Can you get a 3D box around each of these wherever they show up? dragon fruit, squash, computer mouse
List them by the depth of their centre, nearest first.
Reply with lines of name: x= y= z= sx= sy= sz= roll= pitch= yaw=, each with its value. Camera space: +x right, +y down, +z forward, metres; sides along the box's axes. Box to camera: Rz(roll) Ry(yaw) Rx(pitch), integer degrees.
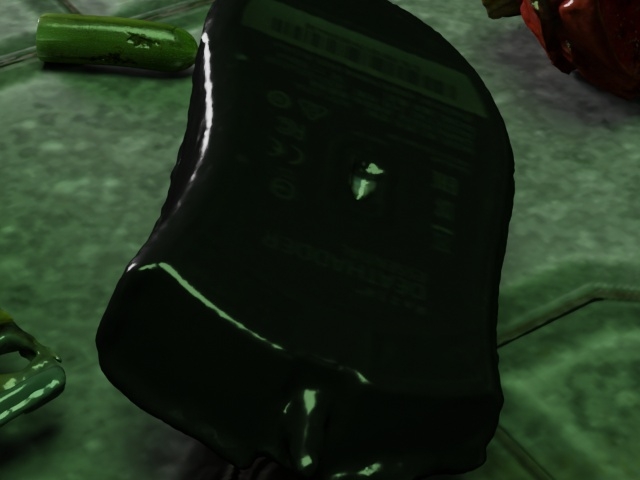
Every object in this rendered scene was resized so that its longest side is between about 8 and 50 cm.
computer mouse: x=0.000 y=0.000 z=0.529 sx=0.147 sy=0.088 sz=0.264 roll=20 pitch=40 yaw=-7
dragon fruit: x=0.139 y=-0.119 z=0.687 sx=0.106 sy=0.083 sz=0.162 roll=19 pitch=7 yaw=43
squash: x=-0.105 y=-0.103 z=0.691 sx=0.083 sy=0.027 sz=0.027 roll=4 pitch=40 yaw=4

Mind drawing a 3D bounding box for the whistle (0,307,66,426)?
whistle: x=-0.226 y=0.106 z=0.415 sx=0.326 sy=0.057 sz=0.068 roll=-31 pitch=53 yaw=-33
